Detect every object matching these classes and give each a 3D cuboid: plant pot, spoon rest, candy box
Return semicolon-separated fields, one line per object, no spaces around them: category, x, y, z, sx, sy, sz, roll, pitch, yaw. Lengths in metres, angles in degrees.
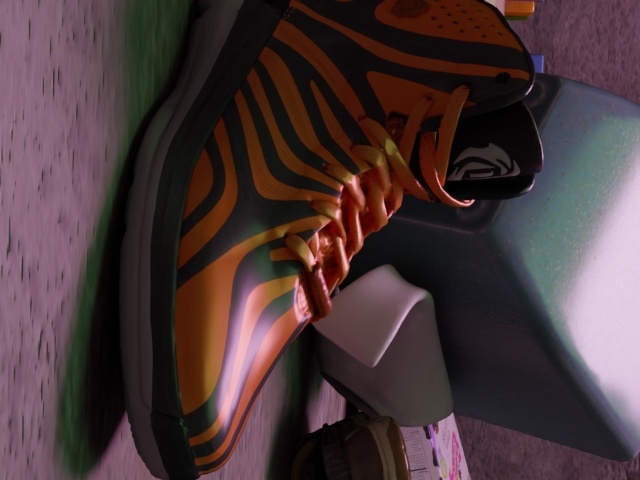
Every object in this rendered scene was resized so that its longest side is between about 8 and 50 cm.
plant pot;0.154;-0.010;1.312;0.252;0.247;0.248;48;63;-45
spoon rest;0.048;0.080;1.260;0.084;0.137;0.276;-51;168;-9
candy box;0.097;0.201;1.702;0.165;0.070;0.196;-58;134;-72

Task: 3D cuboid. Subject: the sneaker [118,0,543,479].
sneaker;0.014;-0.027;0.784;0.124;0.180;0.321;84;14;-54

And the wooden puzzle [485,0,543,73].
wooden puzzle;0.191;-0.213;1.697;0.348;0.081;0.322;-18;112;-84

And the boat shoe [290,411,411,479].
boat shoe;0.012;0.178;1.295;0.223;0.073;0.080;142;-59;-74
